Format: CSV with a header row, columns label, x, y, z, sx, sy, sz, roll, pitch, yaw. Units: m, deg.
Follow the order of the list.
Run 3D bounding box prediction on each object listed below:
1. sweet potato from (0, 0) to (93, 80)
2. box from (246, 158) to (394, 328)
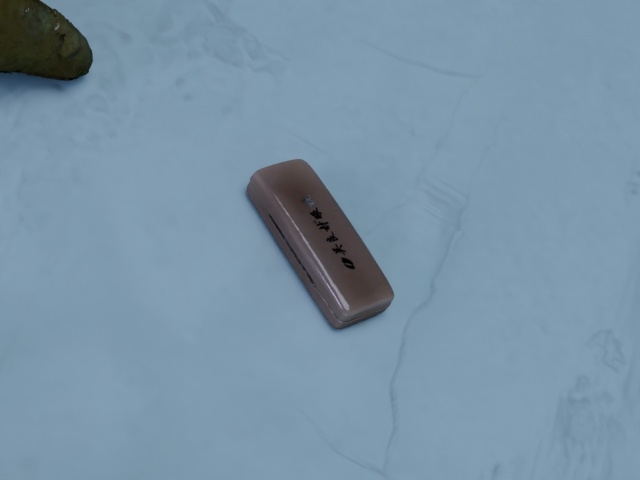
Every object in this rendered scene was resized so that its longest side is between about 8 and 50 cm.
label,x,y,z,sx,sy,sz,roll,pitch,yaw
sweet potato,-0.279,-0.169,0.887,0.310,0.098,0.124,34,47,-9
box,0.000,0.000,0.956,0.048,0.025,0.115,-19,68,-35
